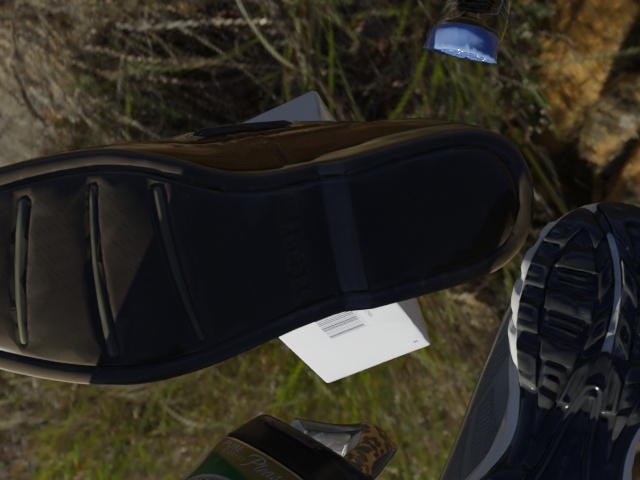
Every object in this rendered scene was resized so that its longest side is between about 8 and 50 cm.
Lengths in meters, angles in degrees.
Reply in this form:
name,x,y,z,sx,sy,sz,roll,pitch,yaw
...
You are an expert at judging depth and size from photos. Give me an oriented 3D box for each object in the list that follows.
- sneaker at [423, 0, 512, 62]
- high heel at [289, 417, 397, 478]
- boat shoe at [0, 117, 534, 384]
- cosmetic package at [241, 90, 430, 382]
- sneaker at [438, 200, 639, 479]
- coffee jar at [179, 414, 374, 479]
name,x,y,z,sx,sy,sz,roll,pitch,yaw
sneaker,0.158,-0.239,1.159,0.081,0.232,0.090,12,104,6
high heel,0.080,0.345,1.516,0.186,0.261,0.093,16,118,-36
boat shoe,-0.052,-0.002,0.557,0.307,0.104,0.111,-5,103,-16
cosmetic package,0.000,0.000,1.228,0.138,0.225,0.224,-22,141,15
sneaker,0.113,0.114,0.565,0.108,0.100,0.271,11,101,-84
coffee jar,-0.058,0.162,0.521,0.184,0.096,0.079,-34,126,-31
